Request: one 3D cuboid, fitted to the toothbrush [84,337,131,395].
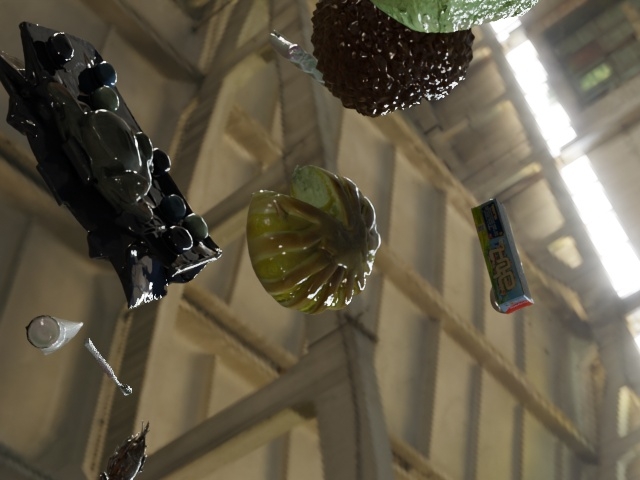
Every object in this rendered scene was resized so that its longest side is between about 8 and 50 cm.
[{"bbox_3d":[-0.414,0.250,1.953,0.194,0.017,0.014,65,-169,-47],"label":"toothbrush"}]

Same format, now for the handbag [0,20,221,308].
[{"bbox_3d":[-0.242,-0.090,1.148,0.326,0.118,0.269,58,-174,-1],"label":"handbag"}]

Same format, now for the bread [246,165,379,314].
[{"bbox_3d":[0.000,0.000,2.033,0.333,0.160,0.333,12,-106,-47],"label":"bread"}]

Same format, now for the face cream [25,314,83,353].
[{"bbox_3d":[-0.475,0.170,1.790,0.058,0.092,0.244,50,169,3],"label":"face cream"}]

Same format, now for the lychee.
[{"bbox_3d":[0.106,-0.331,1.592,0.267,0.267,0.267,45,-157,-26],"label":"lychee"}]

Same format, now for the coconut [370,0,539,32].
[{"bbox_3d":[0.169,-0.429,1.216,0.328,0.328,0.281,49,-148,-18],"label":"coconut"}]

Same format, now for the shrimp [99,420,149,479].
[{"bbox_3d":[-0.361,0.410,1.869,0.057,0.065,0.165,50,-129,-29],"label":"shrimp"}]

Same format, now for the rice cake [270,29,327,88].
[{"bbox_3d":[-0.014,-0.335,1.938,0.189,0.037,0.198,33,-171,-27],"label":"rice cake"}]

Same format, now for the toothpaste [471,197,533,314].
[{"bbox_3d":[0.291,0.028,1.664,0.044,0.070,0.194,36,-144,-48],"label":"toothpaste"}]
